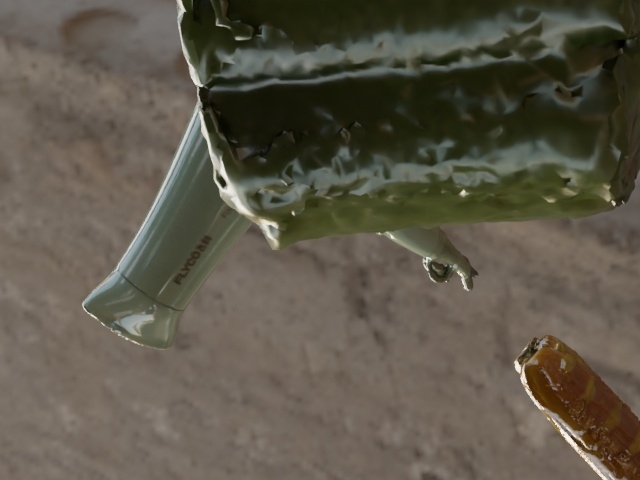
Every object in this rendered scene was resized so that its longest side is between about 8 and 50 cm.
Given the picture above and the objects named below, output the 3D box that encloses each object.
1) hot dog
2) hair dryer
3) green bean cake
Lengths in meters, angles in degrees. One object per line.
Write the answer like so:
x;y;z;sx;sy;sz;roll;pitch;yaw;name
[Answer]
0.300;0.203;1.803;0.269;0.072;0.115;46;-178;-17;hot dog
0.000;0.000;1.059;0.206;0.237;0.075;-59;32;10;hair dryer
0.055;-0.182;0.718;0.319;0.218;0.335;-76;-23;-64;green bean cake
